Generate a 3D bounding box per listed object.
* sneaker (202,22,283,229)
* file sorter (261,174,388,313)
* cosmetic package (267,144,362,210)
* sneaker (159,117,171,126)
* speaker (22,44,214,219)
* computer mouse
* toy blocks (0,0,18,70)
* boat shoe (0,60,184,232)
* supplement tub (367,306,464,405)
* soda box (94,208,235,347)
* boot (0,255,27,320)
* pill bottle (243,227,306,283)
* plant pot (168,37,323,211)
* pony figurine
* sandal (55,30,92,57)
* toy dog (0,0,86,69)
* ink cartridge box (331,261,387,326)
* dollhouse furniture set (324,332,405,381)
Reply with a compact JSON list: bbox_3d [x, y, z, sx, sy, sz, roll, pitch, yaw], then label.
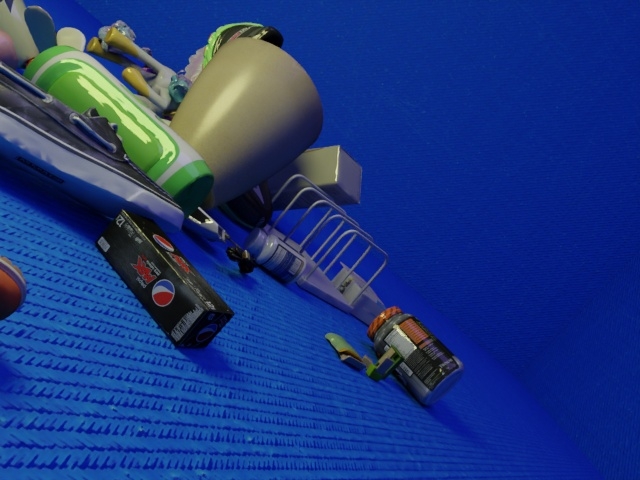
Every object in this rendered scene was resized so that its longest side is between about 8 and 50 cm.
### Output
[{"bbox_3d":[-0.155,-0.265,1.288,0.202,0.483,0.185,-4,0,27],"label":"sneaker"},{"bbox_3d":[0.000,0.000,1.348,0.193,0.173,0.278,33,11,-45],"label":"file sorter"},{"bbox_3d":[-0.059,-0.162,1.551,0.309,0.113,0.160,-4,-18,25],"label":"cosmetic package"},{"bbox_3d":[-0.340,-0.214,1.095,0.123,0.106,0.290,43,8,-6],"label":"sneaker"},{"bbox_3d":[-0.301,-0.154,0.848,0.296,0.131,0.131,42,7,7],"label":"speaker"},{"bbox_3d":[-0.189,-0.016,0.949,0.193,0.042,0.106,42,-5,9],"label":"computer mouse"},{"bbox_3d":[-0.452,-0.400,0.686,0.309,0.288,0.260,38,32,-2],"label":"toy blocks"},{"bbox_3d":[-0.280,-0.108,0.669,0.301,0.102,0.108,32,-24,-34],"label":"boat shoe"},{"bbox_3d":[0.190,0.232,1.166,0.190,0.117,0.117,45,8,31],"label":"supplement tub"},{"bbox_3d":[-0.174,0.041,0.631,0.169,0.053,0.060,45,6,23],"label":"soda box"},{"bbox_3d":[-0.244,0.033,0.318,0.158,0.059,0.084,22,22,-45],"label":"boot"},{"bbox_3d":[-0.090,0.029,1.110,0.120,0.067,0.067,38,8,-28],"label":"pill bottle"},{"bbox_3d":[-0.171,-0.190,1.045,0.256,0.274,0.256,22,-37,18],"label":"plant pot"},{"bbox_3d":[-0.375,-0.369,1.380,0.363,0.303,0.351,27,34,-41],"label":"pony figurine"},{"bbox_3d":[-0.535,-0.374,1.143,0.219,0.090,0.060,32,-22,1],"label":"sandal"},{"bbox_3d":[-0.488,-0.368,0.964,0.333,0.161,0.220,38,3,-26],"label":"toy dog"},{"bbox_3d":[0.092,0.137,1.443,0.104,0.061,0.181,38,8,-27],"label":"ink cartridge box"},{"bbox_3d":[0.086,0.201,1.030,0.151,0.058,0.076,36,8,-36],"label":"dollhouse furniture set"}]
